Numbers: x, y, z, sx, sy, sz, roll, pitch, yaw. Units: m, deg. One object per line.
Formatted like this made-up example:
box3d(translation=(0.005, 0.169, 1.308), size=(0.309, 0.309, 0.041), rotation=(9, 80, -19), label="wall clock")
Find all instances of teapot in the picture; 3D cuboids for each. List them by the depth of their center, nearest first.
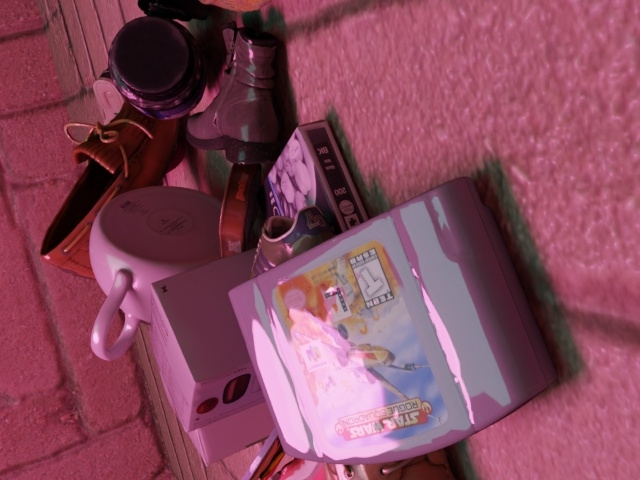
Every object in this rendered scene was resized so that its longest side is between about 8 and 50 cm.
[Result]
box3d(translation=(-0.239, 0.049, 1.164), size=(0.252, 0.255, 0.187), rotation=(-122, 36, -47), label="teapot")

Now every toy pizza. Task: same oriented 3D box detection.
box3d(translation=(-0.040, 0.244, 0.978), size=(0.032, 0.201, 0.201), rotation=(32, 149, 5), label="toy pizza")

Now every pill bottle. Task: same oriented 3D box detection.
box3d(translation=(-0.218, -0.232, 1.013), size=(0.219, 0.122, 0.123), rotation=(-151, 46, -82), label="pill bottle")

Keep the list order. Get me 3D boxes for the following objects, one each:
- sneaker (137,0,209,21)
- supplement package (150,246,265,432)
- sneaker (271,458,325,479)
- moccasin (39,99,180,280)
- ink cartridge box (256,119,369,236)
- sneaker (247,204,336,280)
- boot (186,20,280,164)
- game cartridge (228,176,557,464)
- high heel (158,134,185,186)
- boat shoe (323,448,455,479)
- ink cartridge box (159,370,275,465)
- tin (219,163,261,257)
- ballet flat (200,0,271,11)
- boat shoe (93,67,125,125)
box3d(translation=(-0.204, -0.322, 1.006), size=(0.170, 0.089, 0.051), rotation=(-144, 58, -60), label="sneaker")
box3d(translation=(-0.117, 0.134, 1.029), size=(0.149, 0.194, 0.203), rotation=(61, 156, 23), label="supplement package")
box3d(translation=(0.025, 0.317, 0.943), size=(0.136, 0.115, 0.314), rotation=(59, 154, 26), label="sneaker")
box3d(translation=(-0.351, -0.127, 1.245), size=(0.139, 0.147, 0.380), rotation=(20, 81, 43), label="moccasin")
box3d(translation=(0.000, 0.000, 0.854), size=(0.208, 0.045, 0.206), rotation=(67, 157, 10), label="ink cartridge box")
box3d(translation=(-0.036, 0.014, 0.808), size=(0.192, 0.064, 0.086), rotation=(-21, 89, 59), label="sneaker")
box3d(translation=(-0.106, -0.191, 0.944), size=(0.246, 0.083, 0.161), rotation=(28, 119, 60), label="boot")
box3d(translation=(0.045, 0.090, 0.655), size=(0.297, 0.062, 0.198), rotation=(-27, 77, 42), label="game cartridge")
box3d(translation=(-0.318, -0.140, 1.480), size=(0.181, 0.127, 0.377), rotation=(40, 165, -33), label="high heel")
box3d(translation=(0.060, 0.202, 0.763), size=(0.341, 0.121, 0.110), rotation=(57, 149, 26), label="boat shoe")
box3d(translation=(-0.174, 0.277, 1.321), size=(0.212, 0.154, 0.093), rotation=(34, 139, 55), label="ink cartridge box")
box3d(translation=(-0.106, -0.038, 0.998), size=(0.190, 0.040, 0.106), rotation=(107, 179, -71), label="tin")
box3d(translation=(-0.159, -0.339, 0.876), size=(0.348, 0.123, 0.123), rotation=(44, 145, 48), label="ballet flat")
box3d(translation=(-0.426, -0.283, 1.620), size=(0.233, 0.084, 0.079), rotation=(95, -172, -56), label="boat shoe")
